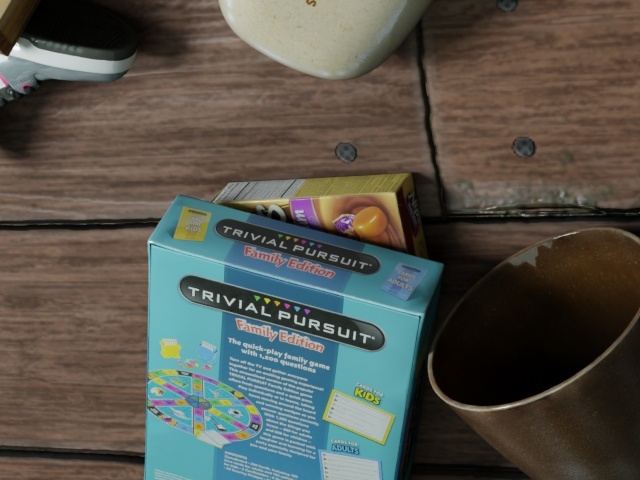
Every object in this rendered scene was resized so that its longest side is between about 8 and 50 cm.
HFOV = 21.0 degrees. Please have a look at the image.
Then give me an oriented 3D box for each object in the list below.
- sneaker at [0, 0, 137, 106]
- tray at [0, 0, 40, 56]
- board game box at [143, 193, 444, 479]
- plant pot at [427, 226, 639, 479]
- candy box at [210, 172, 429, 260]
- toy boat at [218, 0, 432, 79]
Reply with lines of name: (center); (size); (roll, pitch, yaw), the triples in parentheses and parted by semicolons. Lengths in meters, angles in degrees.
sneaker: (-0.313, -0.138, 1.603); (0.295, 0.124, 0.178); (11, 121, 12)
tray: (-0.407, -0.345, 1.509); (0.411, 0.076, 0.203); (28, 84, 6)
board game box: (-0.033, 0.137, 1.611); (0.253, 0.079, 0.336); (15, 130, 10)
plant pot: (0.244, 0.144, 1.493); (0.215, 0.215, 0.230); (-22, 120, 28)
candy box: (0.000, 0.000, 1.588); (0.186, 0.053, 0.109); (-3, 115, 24)
toy boat: (-0.035, -0.295, 1.420); (0.318, 0.148, 0.267); (29, 127, -3)
